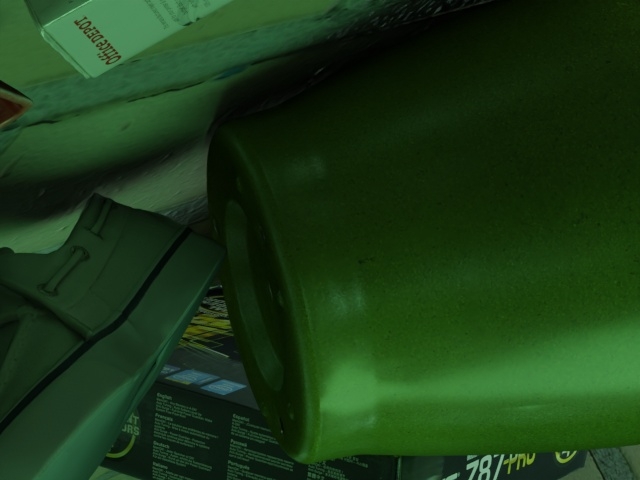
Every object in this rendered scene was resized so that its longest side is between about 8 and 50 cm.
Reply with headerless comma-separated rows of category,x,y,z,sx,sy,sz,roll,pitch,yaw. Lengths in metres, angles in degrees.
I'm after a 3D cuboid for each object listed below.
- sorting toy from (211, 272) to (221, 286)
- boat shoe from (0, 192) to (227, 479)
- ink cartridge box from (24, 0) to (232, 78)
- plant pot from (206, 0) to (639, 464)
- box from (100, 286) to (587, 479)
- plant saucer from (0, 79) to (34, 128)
sorting toy,0.000,0.000,1.679,0.196,0.047,0.347,-9,179,-31
boat shoe,-0.181,0.057,1.210,0.136,0.156,0.367,-61,179,30
ink cartridge box,-0.065,-0.135,0.864,0.135,0.056,0.099,-28,170,1
plant pot,0.117,-0.004,1.361,0.353,0.366,0.366,-13,167,-13
box,-0.021,0.134,1.619,0.395,0.097,0.318,13,-164,33
plant saucer,-0.282,-0.030,0.845,0.259,0.048,0.258,-28,171,9
